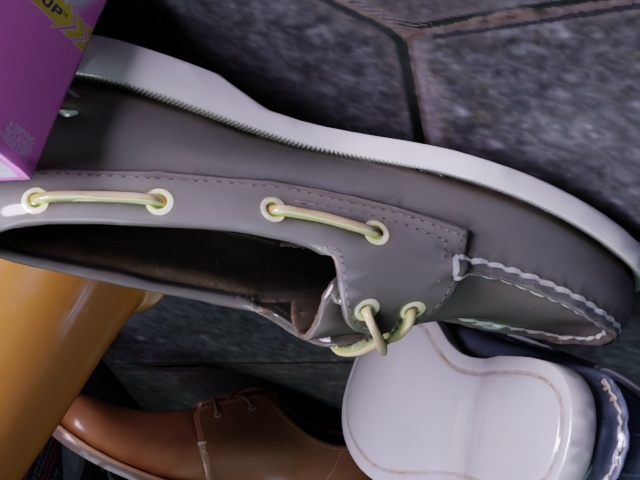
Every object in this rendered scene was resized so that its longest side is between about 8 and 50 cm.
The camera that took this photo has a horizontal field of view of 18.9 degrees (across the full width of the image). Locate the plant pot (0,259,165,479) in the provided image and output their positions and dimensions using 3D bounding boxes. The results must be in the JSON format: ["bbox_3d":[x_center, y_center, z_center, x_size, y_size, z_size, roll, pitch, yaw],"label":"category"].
[{"bbox_3d":[-0.179,0.024,0.920,0.205,0.188,0.205,15,156,7],"label":"plant pot"}]

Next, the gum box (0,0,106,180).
[{"bbox_3d":[-0.183,-0.082,0.793,0.188,0.107,0.062,-1,150,38],"label":"gum box"}]

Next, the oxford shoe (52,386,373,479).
[{"bbox_3d":[-0.064,0.120,1.189,0.212,0.076,0.076,15,-168,-17],"label":"oxford shoe"}]

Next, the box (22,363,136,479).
[{"bbox_3d":[-0.233,0.127,1.213,0.143,0.165,0.270,9,154,21],"label":"box"}]

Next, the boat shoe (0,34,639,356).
[{"bbox_3d":[-0.001,0.001,0.836,0.305,0.091,0.109,17,157,-14],"label":"boat shoe"}]

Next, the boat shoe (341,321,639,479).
[{"bbox_3d":[0.088,0.085,0.951,0.079,0.095,0.254,14,173,-23],"label":"boat shoe"}]
